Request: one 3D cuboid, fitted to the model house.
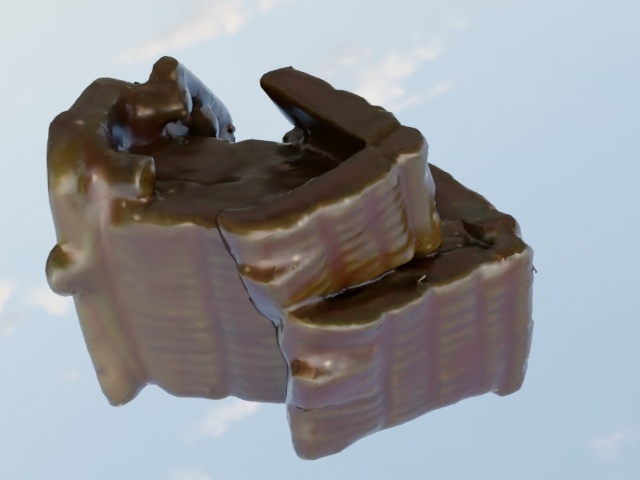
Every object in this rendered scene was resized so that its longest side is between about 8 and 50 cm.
[{"bbox_3d":[-0.002,0.000,0.756,0.229,0.199,0.219,5,-142,8],"label":"model house"}]
